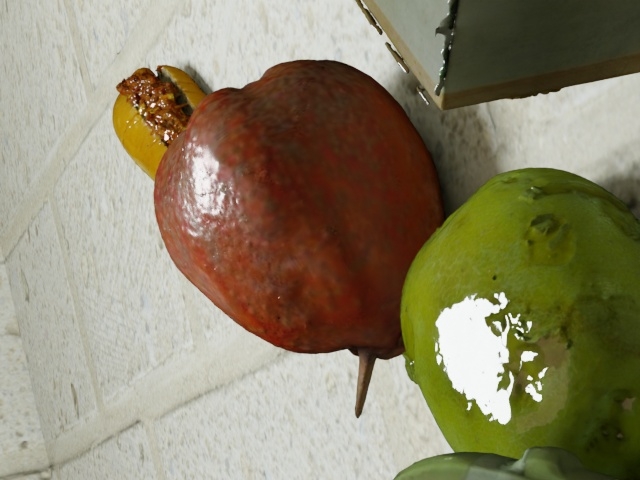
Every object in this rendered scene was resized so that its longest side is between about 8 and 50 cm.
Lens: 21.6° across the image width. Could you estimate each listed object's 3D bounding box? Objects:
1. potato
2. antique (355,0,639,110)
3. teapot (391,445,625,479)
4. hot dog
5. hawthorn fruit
[{"bbox_3d":[0.133,0.057,0.989,0.253,0.148,0.186,-150,50,-62],"label":"potato"},{"bbox_3d":[0.104,-0.166,0.947,0.148,0.152,0.147,97,153,-44],"label":"antique"},{"bbox_3d":[0.171,0.230,0.859,0.321,0.239,0.239,12,99,54],"label":"teapot"},{"bbox_3d":[-0.154,-0.114,1.711,0.076,0.102,0.249,50,-179,-39],"label":"hot dog"},{"bbox_3d":[0.000,0.000,1.250,0.262,0.210,0.210,63,158,3],"label":"hawthorn fruit"}]
